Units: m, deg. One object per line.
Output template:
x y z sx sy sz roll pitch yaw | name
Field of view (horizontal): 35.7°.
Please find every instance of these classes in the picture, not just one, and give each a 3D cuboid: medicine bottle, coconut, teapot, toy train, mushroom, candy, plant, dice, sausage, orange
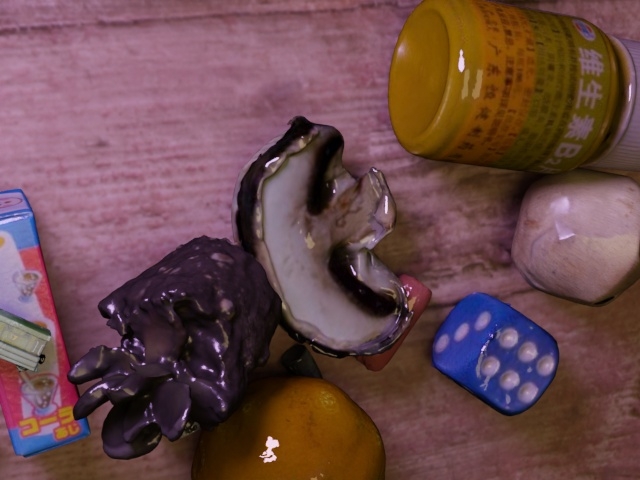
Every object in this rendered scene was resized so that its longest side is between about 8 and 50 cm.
0.306 -0.206 1.387 0.385 0.224 0.224 4 103 -22 | medicine bottle
0.405 -0.003 1.493 0.224 0.224 0.224 -5 106 -19 | coconut
-0.012 0.207 1.482 0.043 0.043 0.110 -38 118 -7 | teapot
-0.361 0.115 1.157 0.093 0.038 0.056 29 86 -24 | toy train
0.000 0.000 1.388 0.247 0.130 0.344 -41 115 -17 | mushroom
-0.379 0.099 1.252 0.100 0.157 0.305 -16 109 -16 | candy
-0.182 0.130 1.237 0.276 0.199 0.188 -53 124 -40 | plant
0.267 0.172 1.519 0.143 0.146 0.146 34 87 -22 | dice
0.105 0.124 1.488 0.062 0.062 0.154 33 91 -24 | sausage
-0.043 0.327 1.391 0.279 0.235 0.278 -2 110 -5 | orange

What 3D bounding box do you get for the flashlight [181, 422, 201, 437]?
-0.219 0.184 1.395 0.093 0.047 0.200 -25 109 -13 | flashlight
